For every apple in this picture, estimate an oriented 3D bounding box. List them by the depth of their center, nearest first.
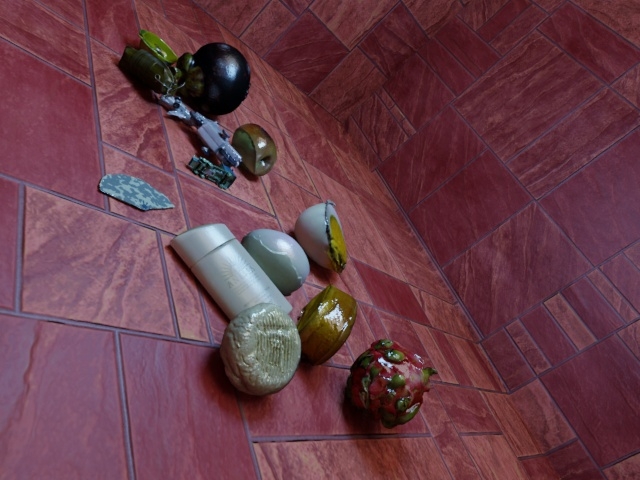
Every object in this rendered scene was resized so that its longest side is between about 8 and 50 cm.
[{"bbox_3d":[-0.267,-0.371,1.930,0.188,0.174,0.207,37,-28,19],"label":"apple"}]

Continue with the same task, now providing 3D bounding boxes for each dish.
[{"bbox_3d":[-0.675,-0.761,1.909,0.207,0.080,0.149,14,44,-59],"label":"dish"}]

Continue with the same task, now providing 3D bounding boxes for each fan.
[{"bbox_3d":[-0.497,-0.129,1.280,0.240,0.009,0.131,13,41,-57],"label":"fan"}]

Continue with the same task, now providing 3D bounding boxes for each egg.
[{"bbox_3d":[-0.146,0.058,1.421,0.217,0.183,0.183,44,21,-21],"label":"egg"},{"bbox_3d":[0.000,-0.003,1.867,0.264,0.174,0.287,-62,135,-67],"label":"egg"}]

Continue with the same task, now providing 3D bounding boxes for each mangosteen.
[{"bbox_3d":[-0.447,-0.676,1.964,0.313,0.297,0.297,15,20,7],"label":"mangosteen"}]

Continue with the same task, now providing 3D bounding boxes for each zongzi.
[{"bbox_3d":[-0.576,-0.602,1.747,0.247,0.111,0.241,37,17,13],"label":"zongzi"}]

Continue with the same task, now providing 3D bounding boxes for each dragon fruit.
[{"bbox_3d":[0.203,0.427,1.420,0.231,0.237,0.302,34,0,15],"label":"dragon fruit"}]

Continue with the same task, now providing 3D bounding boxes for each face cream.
[{"bbox_3d":[-0.237,0.099,1.281,0.349,0.081,0.173,51,46,3],"label":"face cream"}]

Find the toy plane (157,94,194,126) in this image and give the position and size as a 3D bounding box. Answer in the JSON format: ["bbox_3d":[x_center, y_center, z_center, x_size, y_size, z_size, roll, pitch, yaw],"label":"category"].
[{"bbox_3d":[-0.530,-0.491,1.766,0.171,0.065,0.162,31,24,-30],"label":"toy plane"}]

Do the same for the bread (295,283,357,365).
[{"bbox_3d":[0.016,0.250,1.414,0.142,0.195,0.270,41,26,-4],"label":"bread"}]

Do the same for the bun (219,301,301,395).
[{"bbox_3d":[-0.153,0.263,1.125,0.220,0.134,0.221,19,64,-46],"label":"bun"}]

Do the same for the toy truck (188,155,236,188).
[{"bbox_3d":[-0.383,-0.250,1.650,0.175,0.067,0.081,23,27,-43],"label":"toy truck"}]

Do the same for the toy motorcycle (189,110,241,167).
[{"bbox_3d":[-0.390,-0.374,1.768,0.260,0.110,0.171,50,3,7],"label":"toy motorcycle"}]
